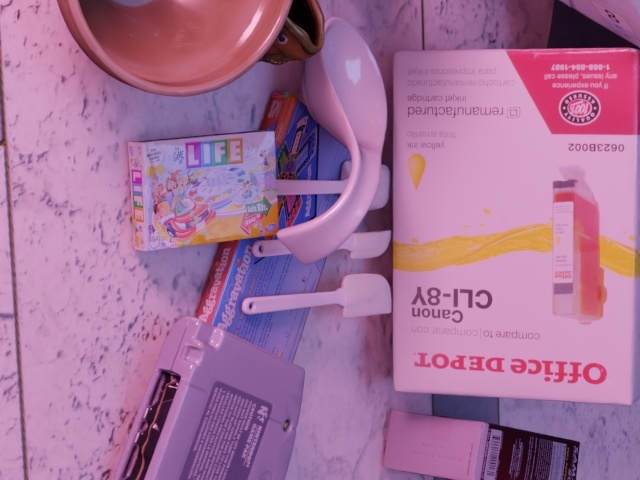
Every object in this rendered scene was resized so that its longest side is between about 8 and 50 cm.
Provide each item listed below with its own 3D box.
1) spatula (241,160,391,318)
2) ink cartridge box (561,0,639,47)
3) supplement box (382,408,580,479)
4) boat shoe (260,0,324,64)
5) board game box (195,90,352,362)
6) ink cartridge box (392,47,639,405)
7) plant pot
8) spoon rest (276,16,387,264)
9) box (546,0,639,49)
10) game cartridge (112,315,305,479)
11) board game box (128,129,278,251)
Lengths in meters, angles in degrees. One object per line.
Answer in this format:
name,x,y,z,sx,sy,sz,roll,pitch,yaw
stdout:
spatula,0.000,0.000,1.786,0.242,0.019,0.168,-2,97,-49
ink cartridge box,0.200,-0.359,1.685,0.091,0.308,0.385,-51,143,1
supplement box,0.195,0.253,2.016,0.239,0.130,0.073,19,78,-53
boat shoe,-0.076,-0.308,1.621,0.111,0.104,0.307,-53,132,-35
board game box,-0.045,0.003,1.760,0.145,0.027,0.281,39,63,-49
ink cartridge box,0.232,-0.019,1.891,0.160,0.279,0.385,-13,104,-68
plant pot,-0.145,-0.251,1.510,0.237,0.109,0.237,-9,105,-35
spoon rest,0.024,-0.108,1.733,0.137,0.084,0.276,46,44,-43
box,0.540,-0.295,2.127,0.471,0.297,0.480,-25,132,-41
game cartridge,-0.116,0.238,1.650,0.196,0.060,0.294,30,76,-46
board game box,-0.111,-0.049,1.636,0.154,0.026,0.103,-8,99,-37
